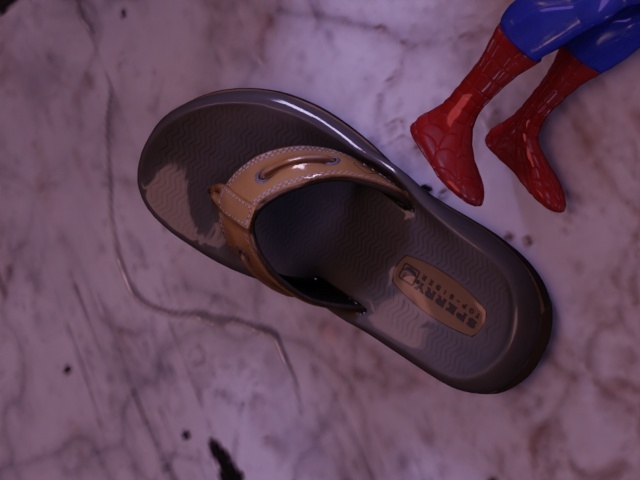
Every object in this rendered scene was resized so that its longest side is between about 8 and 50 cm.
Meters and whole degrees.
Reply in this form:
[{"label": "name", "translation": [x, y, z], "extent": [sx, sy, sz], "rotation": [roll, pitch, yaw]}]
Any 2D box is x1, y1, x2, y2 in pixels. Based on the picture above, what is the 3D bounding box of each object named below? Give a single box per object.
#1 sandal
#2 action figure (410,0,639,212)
[{"label": "sandal", "translation": [0.000, 0.000, 0.878], "extent": [0.219, 0.060, 0.090], "rotation": [35, 112, 27]}, {"label": "action figure", "translation": [0.168, -0.099, 0.740], "extent": [0.139, 0.091, 0.280], "rotation": [51, 120, 28]}]
